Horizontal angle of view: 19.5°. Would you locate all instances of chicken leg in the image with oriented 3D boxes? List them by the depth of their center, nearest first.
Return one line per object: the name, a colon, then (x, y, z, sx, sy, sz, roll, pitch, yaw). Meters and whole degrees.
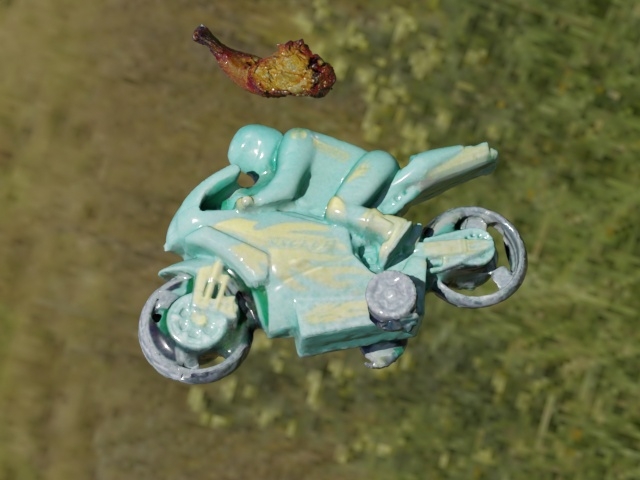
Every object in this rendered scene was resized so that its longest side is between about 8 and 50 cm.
chicken leg: (-0.054, -0.166, 1.776, 0.037, 0.145, 0.062, -173, 89, -74)

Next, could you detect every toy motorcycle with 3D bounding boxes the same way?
toy motorcycle: (0.002, 0.000, 1.399, 0.109, 0.296, 0.198, 101, 159, -67)
